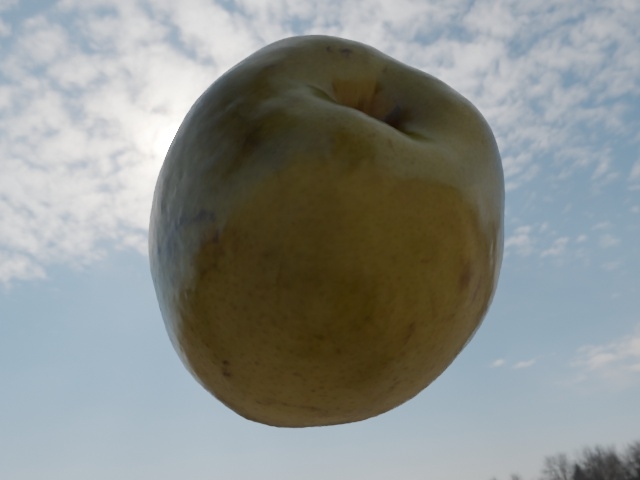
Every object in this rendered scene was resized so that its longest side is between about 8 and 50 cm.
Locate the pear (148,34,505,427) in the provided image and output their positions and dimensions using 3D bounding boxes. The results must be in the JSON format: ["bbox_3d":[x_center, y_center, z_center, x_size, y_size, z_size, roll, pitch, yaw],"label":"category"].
[{"bbox_3d":[0.000,0.000,0.464,0.313,0.315,0.314,-6,-29,-3],"label":"pear"}]
